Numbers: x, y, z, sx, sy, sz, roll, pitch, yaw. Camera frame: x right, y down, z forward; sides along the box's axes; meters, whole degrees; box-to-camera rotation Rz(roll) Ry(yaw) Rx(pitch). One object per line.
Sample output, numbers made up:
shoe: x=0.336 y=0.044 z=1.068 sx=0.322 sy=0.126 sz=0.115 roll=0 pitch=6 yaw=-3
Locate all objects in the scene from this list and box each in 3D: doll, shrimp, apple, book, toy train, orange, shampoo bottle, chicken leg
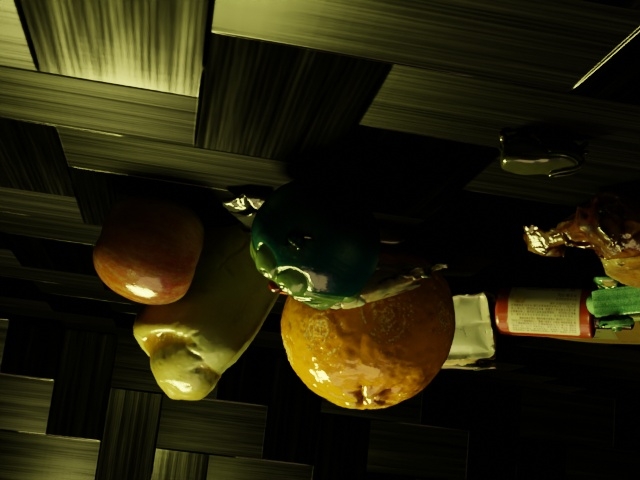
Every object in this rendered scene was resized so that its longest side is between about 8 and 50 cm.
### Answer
doll: x=0.001 y=0.001 z=1.518 sx=0.198 sy=0.186 sz=0.322 roll=36 pitch=-172 yaw=8
shrimp: x=0.088 y=0.035 z=1.723 sx=0.254 sy=0.145 sz=0.059 roll=-18 pitch=169 yaw=-3
apple: x=-0.295 y=0.014 z=1.682 sx=0.174 sy=0.188 sz=0.188 roll=20 pitch=164 yaw=-10
book: x=0.637 y=0.197 z=2.337 sx=0.269 sy=0.032 sz=0.389 roll=3 pitch=166 yaw=22
toy train: x=0.636 y=0.102 z=1.814 sx=0.177 sy=0.116 sz=0.285 roll=0 pitch=170 yaw=-30
orange: x=0.093 y=0.173 z=1.885 sx=0.340 sy=0.293 sz=0.340 roll=-2 pitch=154 yaw=-1
shampoo bottle: x=0.512 y=0.151 z=2.044 sx=0.278 sy=0.104 sz=0.104 roll=1 pitch=165 yaw=22
chicken leg: x=0.395 y=-0.017 z=1.478 sx=0.113 sy=0.093 sz=0.304 roll=32 pitch=168 yaw=-15

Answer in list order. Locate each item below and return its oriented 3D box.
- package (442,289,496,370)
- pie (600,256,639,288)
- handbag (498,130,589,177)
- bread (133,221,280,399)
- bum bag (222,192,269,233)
package: x=0.232 y=0.213 z=2.158 sx=0.311 sy=0.165 sz=0.221 roll=-7 pitch=172 yaw=14
pie: x=0.601 y=0.024 z=1.531 sx=0.339 sy=0.083 sz=0.339 roll=7 pitch=169 yaw=1
handbag: x=0.277 y=-0.105 z=1.219 sx=0.111 sy=0.047 sz=0.072 roll=4 pitch=161 yaw=11
bread: x=-0.226 y=0.129 z=1.851 sx=0.210 sy=0.341 sz=0.300 roll=33 pitch=167 yaw=-9
bum bag: x=-0.107 y=-0.041 z=1.665 sx=0.087 sy=0.049 sz=0.198 roll=-1 pitch=165 yaw=11
